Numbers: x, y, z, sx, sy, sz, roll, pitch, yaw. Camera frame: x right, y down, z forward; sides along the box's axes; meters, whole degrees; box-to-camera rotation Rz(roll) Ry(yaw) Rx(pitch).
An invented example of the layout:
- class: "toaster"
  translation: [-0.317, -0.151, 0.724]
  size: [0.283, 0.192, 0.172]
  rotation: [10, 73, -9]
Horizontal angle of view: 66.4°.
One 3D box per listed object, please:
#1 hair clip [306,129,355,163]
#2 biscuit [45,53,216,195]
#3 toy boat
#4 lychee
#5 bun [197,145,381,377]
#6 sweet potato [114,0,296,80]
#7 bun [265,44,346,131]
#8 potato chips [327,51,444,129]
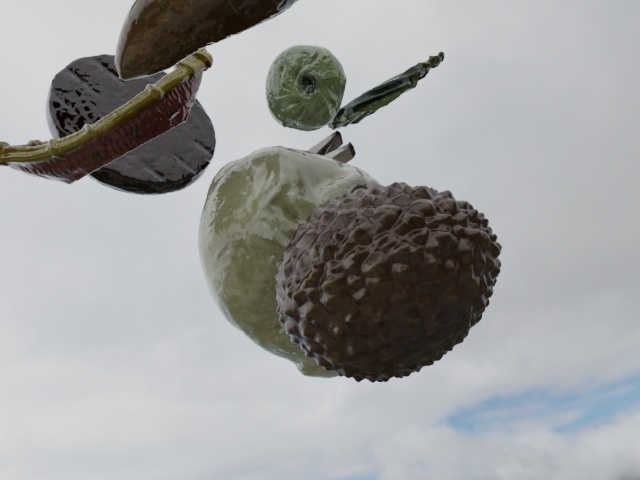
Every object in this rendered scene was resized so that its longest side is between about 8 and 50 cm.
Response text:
- class: "hair clip"
  translation: [-0.048, -0.227, 1.573]
  size: [0.330, 0.101, 0.085]
  rotation: [-33, -25, -3]
- class: "biscuit"
  translation: [-0.466, -0.287, 1.236]
  size: [0.407, 0.408, 0.091]
  rotation: [12, -36, -32]
- class: "toy boat"
  translation: [-0.267, -0.154, 0.625]
  size: [0.317, 0.141, 0.099]
  rotation: [-30, -68, -13]
- class: "lychee"
  translation: [0.054, 0.041, 0.471]
  size: [0.200, 0.200, 0.238]
  rotation: [22, -44, -40]
- class: "bun"
  translation: [0.000, 0.000, 0.717]
  size: [0.365, 0.365, 0.219]
  rotation: [15, -39, -34]
- class: "sweet potato"
  translation: [-0.026, -0.240, 0.394]
  size: [0.341, 0.092, 0.114]
  rotation: [-38, 1, -11]
- class: "bun"
  translation: [-0.042, -0.387, 1.215]
  size: [0.221, 0.221, 0.108]
  rotation: [-20, -12, 9]
- class: "potato chips"
  translation: [0.189, -0.442, 1.514]
  size: [0.429, 0.070, 0.358]
  rotation: [-24, 10, 40]
